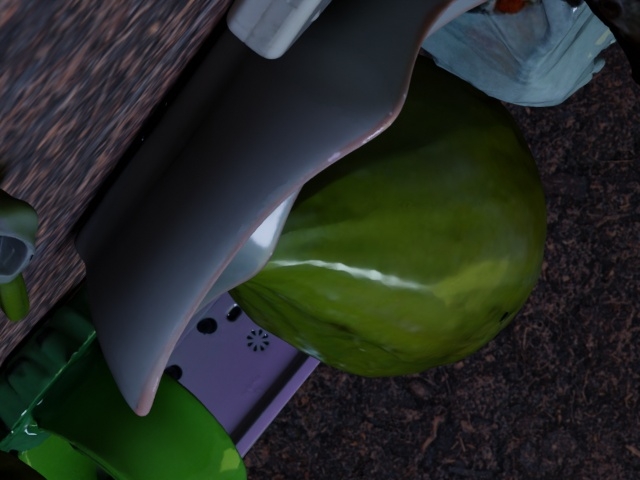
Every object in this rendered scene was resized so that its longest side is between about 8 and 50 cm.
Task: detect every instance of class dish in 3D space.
[{"bbox_3d":[-0.028,-0.040,0.726,0.212,0.077,0.151,-50,-178,36],"label":"dish"}]

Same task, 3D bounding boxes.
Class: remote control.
[{"bbox_3d":[0.027,-0.138,0.622,0.087,0.029,0.190,-50,-177,45],"label":"remote control"}]

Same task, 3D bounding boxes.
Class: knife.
[{"bbox_3d":[-0.101,0.006,0.535,0.026,0.022,0.184,-23,174,-12],"label":"knife"}]

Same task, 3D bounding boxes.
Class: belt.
[{"bbox_3d":[0.153,-0.202,0.995,0.257,0.150,0.207,-51,172,13],"label":"belt"}]

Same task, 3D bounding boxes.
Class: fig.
[{"bbox_3d":[0.029,0.004,1.085,0.233,0.233,0.314,-50,-174,26],"label":"fig"}]

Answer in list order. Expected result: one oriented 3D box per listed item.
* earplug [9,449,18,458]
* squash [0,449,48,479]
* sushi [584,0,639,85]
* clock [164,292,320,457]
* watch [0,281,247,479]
[{"bbox_3d":[-0.192,0.171,1.464,0.280,0.164,0.257,-37,-149,-29],"label":"earplug"},{"bbox_3d":[-0.176,0.176,0.701,0.247,0.132,0.132,-49,-179,36],"label":"squash"},{"bbox_3d":[0.182,-0.175,0.663,0.234,0.207,0.348,-33,-160,42],"label":"sushi"},{"bbox_3d":[-0.090,0.083,1.253,0.197,0.150,0.063,-50,177,-17],"label":"clock"},{"bbox_3d":[-0.119,0.120,0.962,0.131,0.152,0.165,-47,180,-31],"label":"watch"}]
